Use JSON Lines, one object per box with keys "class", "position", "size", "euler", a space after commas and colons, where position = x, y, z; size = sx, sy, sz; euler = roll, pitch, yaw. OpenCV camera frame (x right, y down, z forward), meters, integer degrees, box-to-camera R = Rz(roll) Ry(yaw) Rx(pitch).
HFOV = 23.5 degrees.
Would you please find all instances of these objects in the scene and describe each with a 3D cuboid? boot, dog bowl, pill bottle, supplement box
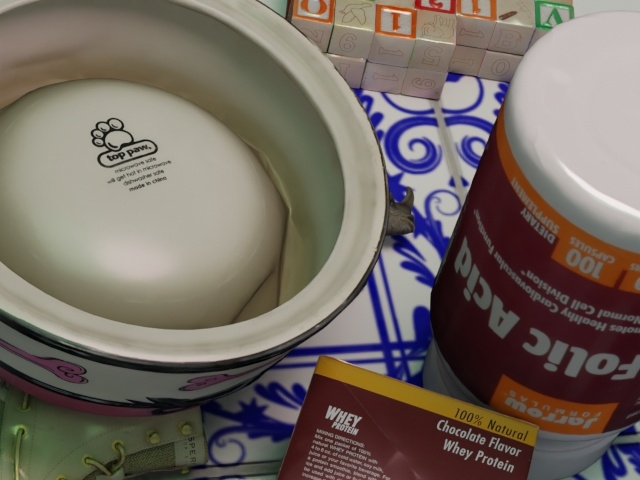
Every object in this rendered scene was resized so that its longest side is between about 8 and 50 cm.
{"class": "boot", "position": [-0.188, 0.193, 1.238], "size": [0.203, 0.095, 0.262], "euler": [-3, 52, -16]}
{"class": "dog bowl", "position": [-0.157, -0.037, 1.255], "size": [0.407, 0.150, 0.408], "euler": [11, 53, -14]}
{"class": "pill bottle", "position": [0.214, 0.024, 1.255], "size": [0.224, 0.392, 0.224], "euler": [5, 53, -7]}
{"class": "supplement box", "position": [0.052, 0.228, 1.235], "size": [0.191, 0.129, 0.194], "euler": [18, 53, 2]}

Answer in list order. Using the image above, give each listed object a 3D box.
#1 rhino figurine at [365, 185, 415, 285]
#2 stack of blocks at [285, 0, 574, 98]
{"class": "rhino figurine", "position": [0.000, 0.000, 1.431], "size": [0.243, 0.073, 0.106], "euler": [-31, 68, -31]}
{"class": "stack of blocks", "position": [0.114, -0.241, 1.624], "size": [0.297, 0.087, 0.171], "euler": [8, 53, -6]}
